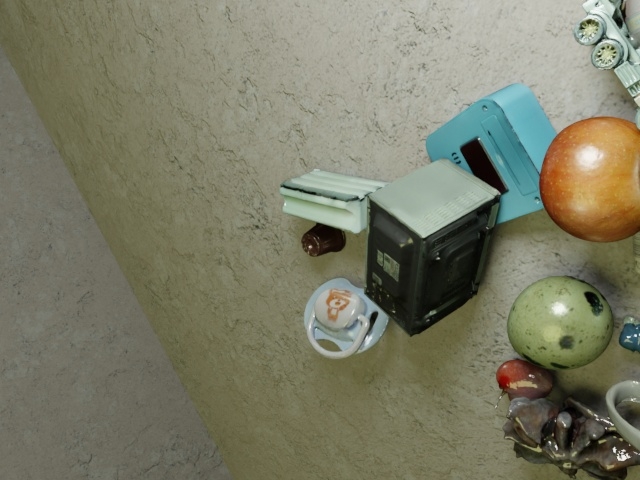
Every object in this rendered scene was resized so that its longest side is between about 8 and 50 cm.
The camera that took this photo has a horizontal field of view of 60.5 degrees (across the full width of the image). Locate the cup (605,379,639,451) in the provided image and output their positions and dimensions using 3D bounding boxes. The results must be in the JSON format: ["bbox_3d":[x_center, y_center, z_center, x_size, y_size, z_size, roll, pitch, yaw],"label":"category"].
[{"bbox_3d":[0.624,0.318,0.918,0.301,0.257,0.227,4,114,48],"label":"cup"}]

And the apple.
[{"bbox_3d":[0.451,-0.096,0.871,0.162,0.201,0.201,18,127,55],"label":"apple"}]

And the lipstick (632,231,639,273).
[{"bbox_3d":[0.560,-0.009,0.946,0.040,0.040,0.141,7,118,45],"label":"lipstick"}]

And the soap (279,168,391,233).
[{"bbox_3d":[0.033,-0.103,1.367,0.261,0.150,0.094,16,122,41],"label":"soap"}]

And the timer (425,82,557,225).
[{"bbox_3d":[0.341,-0.155,1.084,0.232,0.091,0.250,59,154,-2],"label":"timer"}]

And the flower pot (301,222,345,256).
[{"bbox_3d":[0.000,0.000,1.517,0.111,0.089,0.111,26,131,34],"label":"flower pot"}]

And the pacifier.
[{"bbox_3d":[0.084,0.235,1.542,0.279,0.227,0.207,15,164,41],"label":"pacifier"}]

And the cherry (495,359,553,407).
[{"bbox_3d":[0.458,0.321,1.233,0.126,0.087,0.106,-5,110,29],"label":"cherry"}]

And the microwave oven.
[{"bbox_3d":[0.226,0.022,1.139,0.181,0.237,0.295,42,149,36],"label":"microwave oven"}]

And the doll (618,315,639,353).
[{"bbox_3d":[0.602,0.191,1.024,0.083,0.050,0.076,17,130,38],"label":"doll"}]

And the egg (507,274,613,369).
[{"bbox_3d":[0.453,0.165,1.066,0.177,0.177,0.228,51,151,11],"label":"egg"}]

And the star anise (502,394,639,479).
[{"bbox_3d":[0.551,0.426,1.173,0.359,0.139,0.316,34,153,-9],"label":"star anise"}]

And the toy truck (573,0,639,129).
[{"bbox_3d":[0.485,-0.285,0.802,0.140,0.108,0.256,-36,83,38],"label":"toy truck"}]
